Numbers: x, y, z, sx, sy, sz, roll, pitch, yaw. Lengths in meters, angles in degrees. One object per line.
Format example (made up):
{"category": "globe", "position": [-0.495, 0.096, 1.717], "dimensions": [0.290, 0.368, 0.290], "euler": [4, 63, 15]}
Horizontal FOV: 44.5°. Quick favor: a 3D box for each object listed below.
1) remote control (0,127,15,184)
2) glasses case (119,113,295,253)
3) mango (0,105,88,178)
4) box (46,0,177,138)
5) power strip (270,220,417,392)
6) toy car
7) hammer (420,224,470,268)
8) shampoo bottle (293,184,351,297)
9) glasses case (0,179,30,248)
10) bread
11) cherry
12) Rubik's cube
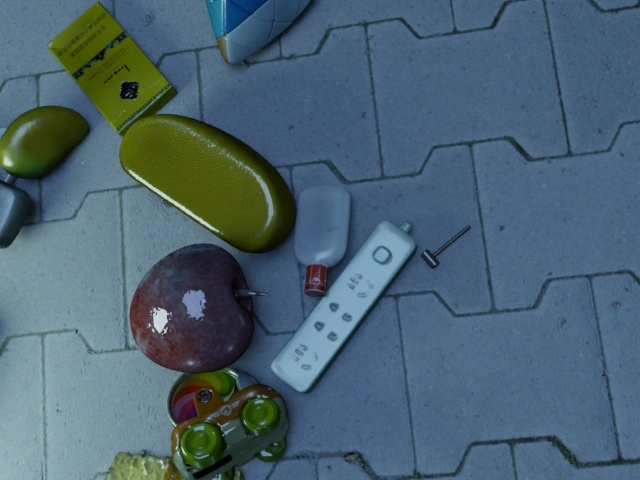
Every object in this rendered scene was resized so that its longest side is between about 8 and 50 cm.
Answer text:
{"category": "remote control", "position": [-0.693, -0.149, 1.675], "dimensions": [0.087, 0.029, 0.190], "euler": [28, 84, 13]}
{"category": "glasses case", "position": [-0.209, -0.125, 1.538], "dimensions": [0.371, 0.141, 0.173], "euler": [33, 100, 14]}
{"category": "mango", "position": [-0.585, -0.212, 1.630], "dimensions": [0.191, 0.085, 0.122], "euler": [-49, 117, -10]}
{"category": "box", "position": [-0.448, -0.368, 1.674], "dimensions": [0.153, 0.041, 0.279], "euler": [-41, 76, -2]}
{"category": "power strip", "position": [0.053, 0.117, 1.488], "dimensions": [0.091, 0.062, 0.385], "euler": [37, 87, 12]}
{"category": "toy car", "position": [-0.184, 0.319, 1.448], "dimensions": [0.235, 0.145, 0.235], "euler": [-3, 50, 4]}
{"category": "hammer", "position": [0.245, 0.007, 1.506], "dimensions": [0.110, 0.019, 0.035], "euler": [-38, 76, -6]}
{"category": "shampoo bottle", "position": [0.000, 0.000, 1.501], "dimensions": [0.108, 0.051, 0.221], "euler": [0, 64, 13]}
{"category": "glasses case", "position": [-0.759, -0.097, 1.623], "dimensions": [0.323, 0.074, 0.131], "euler": [22, 85, 13]}
{"category": "bread", "position": [-0.280, 0.502, 1.445], "dimensions": [0.265, 0.178, 0.142], "euler": [2, 111, 12]}
{"category": "cherry", "position": [-0.226, 0.125, 1.453], "dimensions": [0.285, 0.213, 0.236], "euler": [-13, 53, 18]}
{"category": "Rubik's cube", "position": [-0.183, -0.490, 1.612], "dimensions": [0.254, 0.254, 0.255], "euler": [-2, 78, 9]}
